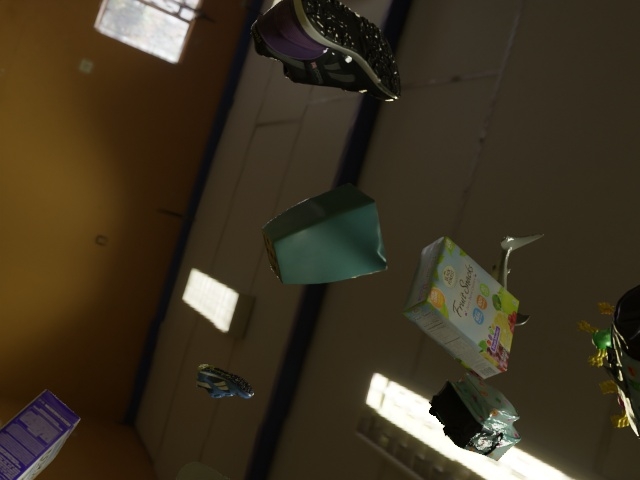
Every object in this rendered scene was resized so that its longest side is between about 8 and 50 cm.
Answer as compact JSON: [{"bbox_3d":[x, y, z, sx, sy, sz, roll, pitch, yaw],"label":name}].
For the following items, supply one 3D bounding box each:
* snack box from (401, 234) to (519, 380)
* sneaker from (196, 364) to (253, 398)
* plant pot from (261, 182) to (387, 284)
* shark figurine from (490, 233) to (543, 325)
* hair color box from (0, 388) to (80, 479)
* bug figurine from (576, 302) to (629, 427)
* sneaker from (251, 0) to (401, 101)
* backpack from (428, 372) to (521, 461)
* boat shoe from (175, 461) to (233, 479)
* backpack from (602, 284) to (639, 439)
[{"bbox_3d":[0.259,0.121,1.358,0.070,0.207,0.175,-37,-160,43],"label":"snack box"},{"bbox_3d":[-0.224,0.339,1.737,0.053,0.144,0.059,-18,128,-77],"label":"sneaker"},{"bbox_3d":[0.000,0.000,1.660,0.165,0.234,0.166,-134,-151,-64],"label":"plant pot"},{"bbox_3d":[0.414,0.125,1.639,0.166,0.116,0.278,114,-8,-69],"label":"shark figurine"},{"bbox_3d":[-0.647,0.470,1.478,0.185,0.110,0.339,-51,177,35],"label":"hair color box"},{"bbox_3d":[0.602,0.243,1.439,0.072,0.216,0.279,-31,-112,43],"label":"bug figurine"},{"bbox_3d":[0.012,-0.278,1.116,0.124,0.283,0.107,-20,-116,32],"label":"sneaker"},{"bbox_3d":[0.355,0.396,1.658,0.144,0.188,0.166,-47,-145,6],"label":"backpack"},{"bbox_3d":[-0.140,0.490,1.327,0.096,0.267,0.088,-60,158,-23],"label":"boat shoe"},{"bbox_3d":[0.586,0.206,1.139,0.290,0.356,0.273,-24,-164,-4],"label":"backpack"}]
